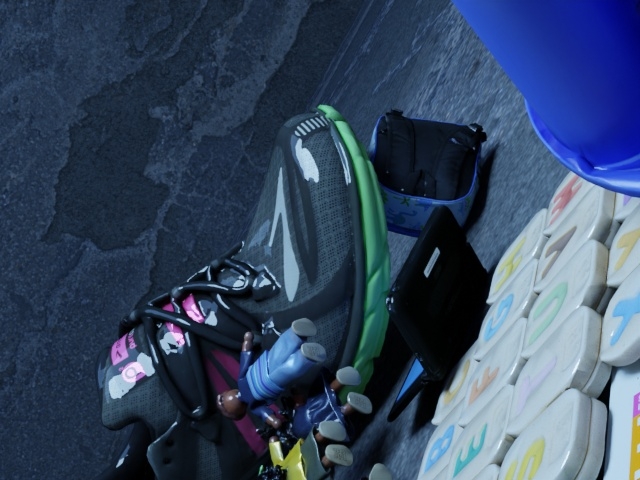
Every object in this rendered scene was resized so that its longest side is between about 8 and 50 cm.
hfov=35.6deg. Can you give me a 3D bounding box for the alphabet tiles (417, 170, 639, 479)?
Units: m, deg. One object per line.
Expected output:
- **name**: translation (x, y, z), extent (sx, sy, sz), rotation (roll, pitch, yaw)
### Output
- **alphabet tiles**: translation (0.121, 0.057, 0.562), extent (0.278, 0.021, 0.284), rotation (-59, 4, 41)

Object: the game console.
- **game console**: translation (0.071, 0.053, 0.737), extent (0.071, 0.107, 0.122), rotation (-16, 28, 36)

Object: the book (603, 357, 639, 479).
- **book**: translation (0.157, 0.074, 0.399), extent (0.096, 0.035, 0.144), rotation (-51, 11, 40)

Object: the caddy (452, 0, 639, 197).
- **caddy**: translation (0.200, -0.181, 0.463), extent (0.241, 0.179, 0.341), rotation (1, 59, 51)

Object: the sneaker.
- **sneaker**: translation (-0.085, 0.107, 0.881), extent (0.483, 0.202, 0.185), rotation (-67, 26, 17)

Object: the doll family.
- **doll family**: translation (-0.019, 0.153, 0.756), extent (0.111, 0.076, 0.193), rotation (-47, 40, 36)

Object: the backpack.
- **backpack**: translation (0.090, -0.050, 0.895), extent (0.114, 0.104, 0.084), rotation (-76, -5, -49)
